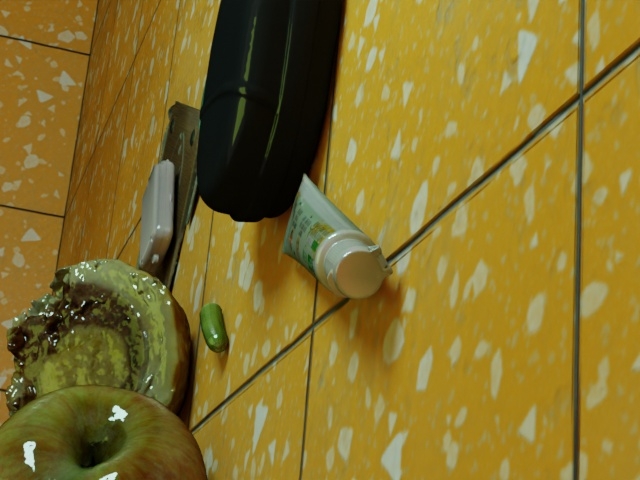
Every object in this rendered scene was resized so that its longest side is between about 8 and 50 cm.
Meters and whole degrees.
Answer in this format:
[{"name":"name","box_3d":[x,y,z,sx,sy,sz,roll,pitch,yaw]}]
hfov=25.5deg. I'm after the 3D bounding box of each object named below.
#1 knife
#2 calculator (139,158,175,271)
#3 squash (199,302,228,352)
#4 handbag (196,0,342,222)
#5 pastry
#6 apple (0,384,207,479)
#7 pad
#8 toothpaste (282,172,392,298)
[{"name":"knife","box_3d":[-0.155,-0.135,1.885,0.063,0.034,0.260,-92,16,-51]},{"name":"calculator","box_3d":[-0.235,-0.035,2.035,0.100,0.032,0.175,119,156,-46]},{"name":"squash","box_3d":[-0.120,0.101,1.592,0.083,0.027,0.027,-111,35,-64]},{"name":"handbag","box_3d":[-0.059,-0.169,1.433,0.254,0.093,0.308,162,118,-72]},{"name":"pastry","box_3d":[-0.261,0.160,1.781,0.170,0.236,0.256,54,-156,-55]},{"name":"apple","box_3d":[-0.245,0.296,1.505,0.264,0.264,0.264,-169,90,-75]},{"name":"pad","box_3d":[-0.223,-0.062,2.106,0.286,0.018,0.284,-149,71,-72]},{"name":"toothpaste","box_3d":[0.000,0.000,1.189,0.056,0.058,0.314,59,177,-13]}]
